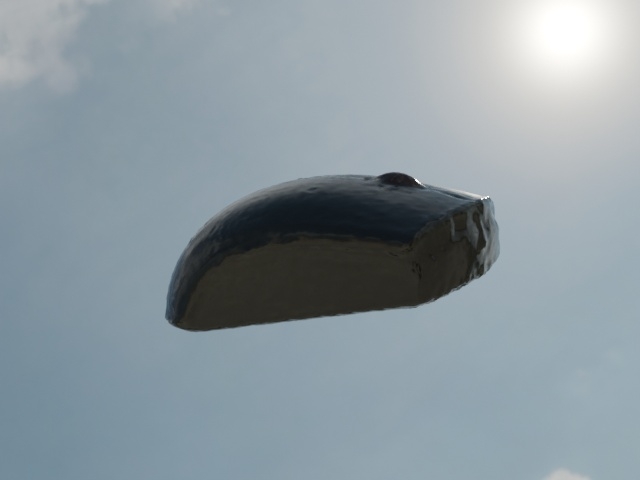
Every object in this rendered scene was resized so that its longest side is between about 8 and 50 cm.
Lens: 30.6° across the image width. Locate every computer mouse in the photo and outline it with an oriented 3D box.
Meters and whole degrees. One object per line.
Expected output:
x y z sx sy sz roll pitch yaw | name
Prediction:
0.000 0.000 0.904 0.269 0.100 0.170 -9 11 30 | computer mouse
